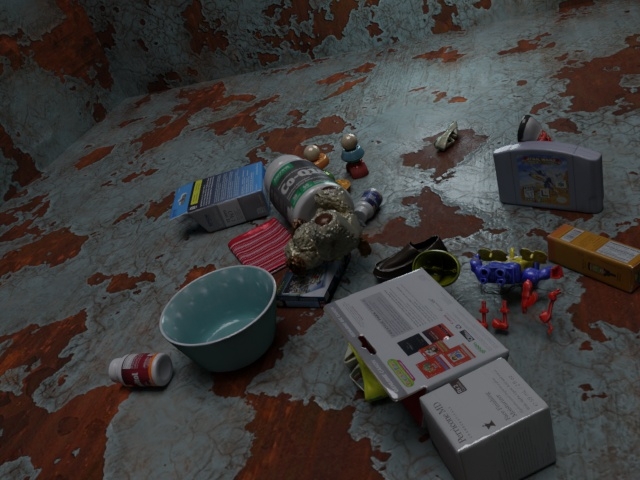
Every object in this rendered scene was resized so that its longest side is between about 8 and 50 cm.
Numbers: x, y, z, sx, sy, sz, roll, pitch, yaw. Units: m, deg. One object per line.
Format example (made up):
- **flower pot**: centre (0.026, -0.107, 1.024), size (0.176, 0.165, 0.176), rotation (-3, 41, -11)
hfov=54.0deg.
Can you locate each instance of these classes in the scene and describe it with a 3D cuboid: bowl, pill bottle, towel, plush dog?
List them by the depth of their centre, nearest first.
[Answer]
- **bowl**: centre (-0.240, 0.220, 1.630), size (0.311, 0.163, 0.312), rotation (-13, 32, 8)
- **pill bottle**: centre (-0.470, 0.338, 1.640), size (0.152, 0.086, 0.086), rotation (-6, 34, 21)
- **plush dog**: centre (0.000, 0.000, 1.779), size (0.225, 0.211, 0.262), rotation (-26, 26, 20)
- **towel**: centre (-0.172, 0.021, 2.029), size (0.198, 0.031, 0.275), rotation (-29, 33, -15)
- **pill bottle**: centre (0.150, -0.111, 2.030), size (0.067, 0.067, 0.120), rotation (3, 38, 31)
- **pill bottle**: centre (-0.051, -0.147, 2.061), size (0.204, 0.204, 0.361), rotation (-26, 32, -12)

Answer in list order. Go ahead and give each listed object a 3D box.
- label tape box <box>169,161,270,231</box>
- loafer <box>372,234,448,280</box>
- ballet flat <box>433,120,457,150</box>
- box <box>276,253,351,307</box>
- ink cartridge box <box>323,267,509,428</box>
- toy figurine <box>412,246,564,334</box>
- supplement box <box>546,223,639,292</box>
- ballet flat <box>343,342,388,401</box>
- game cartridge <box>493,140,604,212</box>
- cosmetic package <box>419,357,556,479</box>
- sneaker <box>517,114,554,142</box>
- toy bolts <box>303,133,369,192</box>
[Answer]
- **label tape box**: centre (-0.362, -0.148, 2.315), size (0.347, 0.115, 0.249), rotation (-18, 31, 6)
- **loafer**: centre (0.242, 0.040, 1.738), size (0.220, 0.078, 0.080), rotation (-23, 32, -7)
- **ballet flat**: centre (0.473, -0.379, 2.308), size (0.052, 0.057, 0.168), rotation (31, 55, 17)
- **box**: centre (-0.021, 0.101, 1.812), size (0.159, 0.044, 0.233), rotation (-1, 35, 25)
- **ink cartridge box**: centre (0.189, 0.228, 1.344), size (0.271, 0.130, 0.309), rotation (-17, 38, -20)
- **toy figurine**: centre (0.434, 0.104, 1.539), size (0.362, 0.191, 0.217), rotation (-1, 5, 38)
- **supplement box**: centre (0.668, 0.039, 1.523), size (0.080, 0.078, 0.233), rotation (-28, 33, -21)
- **ballet flat**: centre (0.096, 0.283, 1.451), size (0.077, 0.077, 0.231), rotation (-35, 33, 5)
- **game cartridge**: centre (0.634, -0.183, 1.767), size (0.297, 0.198, 0.062), rotation (10, 47, 39)
- **cosmetic package**: centre (0.307, 0.347, 1.160), size (0.183, 0.151, 0.151), rotation (-24, 31, -8)
- **sneaker**: centre (0.668, -0.260, 1.819), size (0.145, 0.270, 0.090), rotation (22, 73, 37)
- **toy bolts**: centre (0.062, -0.275, 2.242), size (0.228, 0.159, 0.218), rotation (-25, 32, -11)
